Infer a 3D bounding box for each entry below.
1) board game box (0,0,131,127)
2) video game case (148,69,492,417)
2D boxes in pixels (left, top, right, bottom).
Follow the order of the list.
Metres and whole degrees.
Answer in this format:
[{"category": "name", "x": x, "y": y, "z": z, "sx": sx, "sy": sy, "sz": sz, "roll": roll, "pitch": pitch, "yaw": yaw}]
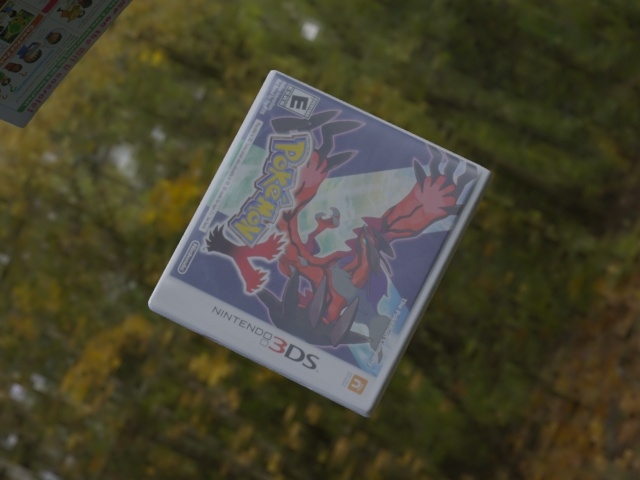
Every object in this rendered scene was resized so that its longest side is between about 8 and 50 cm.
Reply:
[{"category": "board game box", "x": -0.298, "y": -0.243, "z": 1.656, "sx": 0.224, "sy": 0.097, "sz": 0.303, "roll": -47, "pitch": -31, "yaw": 10}, {"category": "video game case", "x": 0.000, "y": 0.000, "z": 1.409, "sx": 0.201, "sy": 0.183, "sz": 0.023, "roll": -63, "pitch": -10, "yaw": -10}]
